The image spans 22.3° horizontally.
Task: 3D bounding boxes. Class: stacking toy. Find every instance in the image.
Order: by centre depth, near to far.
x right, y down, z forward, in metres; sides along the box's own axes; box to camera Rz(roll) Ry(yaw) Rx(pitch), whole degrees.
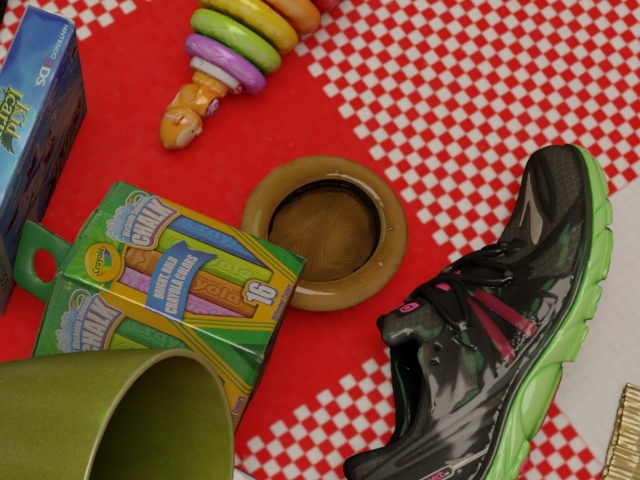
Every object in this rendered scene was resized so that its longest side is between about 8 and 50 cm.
[{"bbox_3d":[-0.096,-0.232,1.856,0.166,0.175,0.301,30,84,7],"label":"stacking toy"}]

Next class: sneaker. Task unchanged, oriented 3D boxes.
[{"bbox_3d":[0.173,0.088,1.751,0.202,0.185,0.482,26,71,-1],"label":"sneaker"}]

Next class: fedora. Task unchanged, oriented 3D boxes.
[{"bbox_3d":[0.000,0.000,1.816,0.194,0.079,0.194,4,68,-9],"label":"fedora"}]

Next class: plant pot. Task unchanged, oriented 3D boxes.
[{"bbox_3d":[-0.276,0.221,1.569,0.294,0.275,0.274,7,70,26],"label":"plant pot"}]

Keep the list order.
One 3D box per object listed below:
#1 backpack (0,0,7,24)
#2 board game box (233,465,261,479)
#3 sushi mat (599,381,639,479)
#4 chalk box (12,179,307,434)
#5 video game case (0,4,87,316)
[{"bbox_3d":[-0.431,-0.415,1.848,0.277,0.213,0.263,29,62,7],"label":"backpack"},{"bbox_3d":[-0.193,0.319,1.706,0.317,0.064,0.242,30,73,4],"label":"board game box"},{"bbox_3d":[0.468,0.280,1.803,0.317,0.019,0.151,20,71,1],"label":"sushi mat"},{"bbox_3d":[-0.190,0.074,1.692,0.289,0.180,0.179,22,38,1],"label":"chalk box"},{"bbox_3d":[-0.324,-0.077,1.723,0.061,0.244,0.269,19,72,0],"label":"video game case"}]
